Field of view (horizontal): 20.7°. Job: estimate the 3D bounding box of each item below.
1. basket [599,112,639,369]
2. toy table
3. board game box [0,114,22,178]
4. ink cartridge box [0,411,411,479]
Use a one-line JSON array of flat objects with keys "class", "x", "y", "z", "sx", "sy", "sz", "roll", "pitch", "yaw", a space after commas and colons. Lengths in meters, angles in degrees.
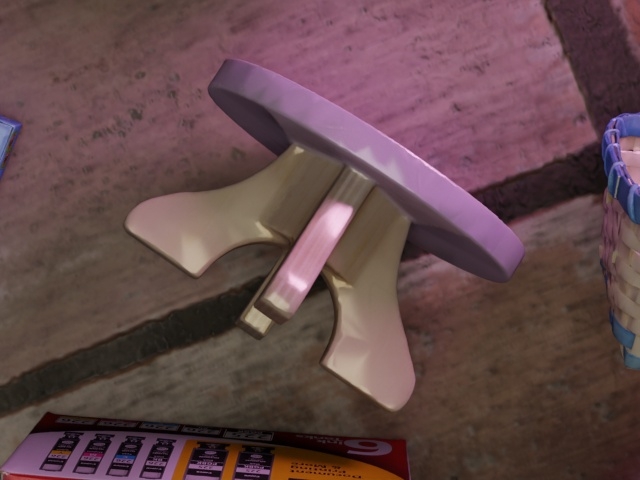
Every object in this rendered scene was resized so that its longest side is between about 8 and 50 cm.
[{"class": "basket", "x": 0.313, "y": -0.052, "z": 1.319, "sx": 0.201, "sy": 0.255, "sz": 0.289, "roll": 7, "pitch": 116, "yaw": 2}, {"class": "toy table", "x": 0.000, "y": 0.000, "z": 1.343, "sx": 0.274, "sy": 0.252, "sz": 0.161, "roll": 32, "pitch": 81, "yaw": 9}, {"class": "board game box", "x": -0.358, "y": -0.028, "z": 1.437, "sx": 0.160, "sy": 0.039, "sz": 0.211, "roll": 23, "pitch": 96, "yaw": -1}, {"class": "ink cartridge box", "x": -0.086, "y": 0.232, "z": 1.345, "sx": 0.309, "sy": 0.272, "sz": 0.130, "roll": 4, "pitch": 97, "yaw": 0}]
